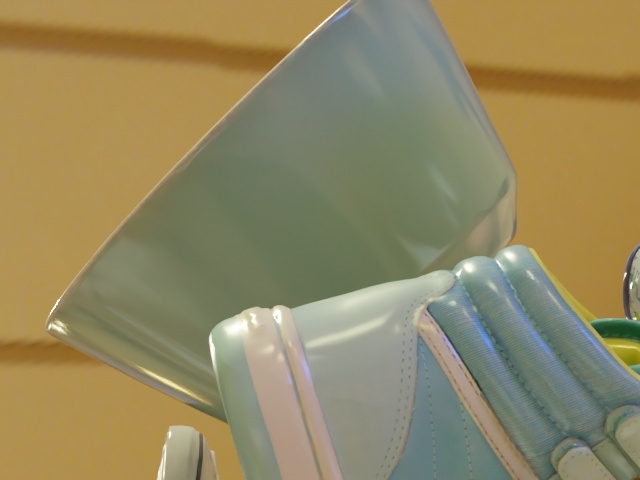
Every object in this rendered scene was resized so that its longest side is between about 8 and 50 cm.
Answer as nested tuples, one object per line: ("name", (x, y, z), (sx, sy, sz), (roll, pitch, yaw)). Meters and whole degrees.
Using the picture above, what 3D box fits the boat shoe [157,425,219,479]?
("boat shoe", (-0.069, 0.215, 1.234), (0.076, 0.226, 0.083), (7, -44, -9))

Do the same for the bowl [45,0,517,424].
("bowl", (0.000, 0.000, 1.179), (0.311, 0.163, 0.311), (-45, -2, -2))

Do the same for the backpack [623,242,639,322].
("backpack", (0.305, 0.037, 1.618), (0.114, 0.084, 0.105), (-11, -72, -20))

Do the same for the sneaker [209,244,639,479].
("sneaker", (0.095, 0.150, 0.885), (0.208, 0.127, 0.319), (-21, -71, -2))
